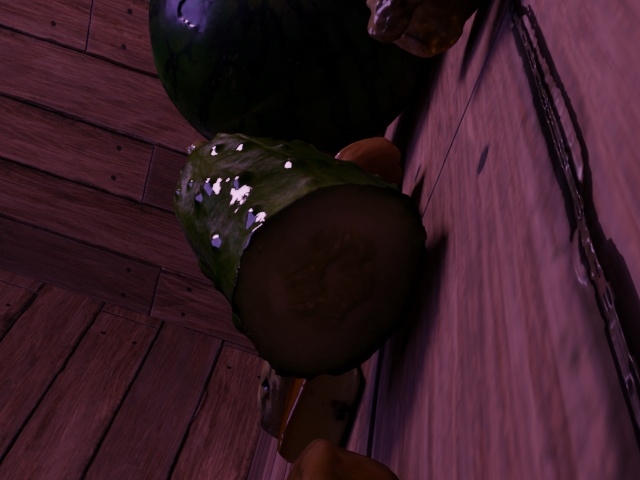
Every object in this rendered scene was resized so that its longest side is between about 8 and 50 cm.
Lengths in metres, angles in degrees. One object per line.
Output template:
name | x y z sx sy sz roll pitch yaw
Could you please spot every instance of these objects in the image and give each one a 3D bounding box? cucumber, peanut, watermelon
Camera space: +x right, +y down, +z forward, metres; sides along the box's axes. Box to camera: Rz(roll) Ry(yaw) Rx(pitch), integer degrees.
cucumber | -0.042 -0.019 0.578 0.244 0.134 0.134 43 121 52
peanut | 0.102 -0.245 0.642 0.087 0.087 0.207 -90 18 -85
watermelon | -0.035 -0.250 0.977 0.363 0.363 0.364 -162 90 -89

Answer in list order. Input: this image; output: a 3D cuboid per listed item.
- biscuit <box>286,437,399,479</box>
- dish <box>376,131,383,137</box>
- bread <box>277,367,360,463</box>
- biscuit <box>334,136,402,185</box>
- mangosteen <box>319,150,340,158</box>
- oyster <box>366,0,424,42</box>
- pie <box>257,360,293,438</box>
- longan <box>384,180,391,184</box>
biscuit | -0.041 0.271 0.345 0.359 0.074 0.381 107 -177 -53
dish | 0.060 -0.239 1.459 0.303 0.120 0.303 -162 90 -89
bread | -0.002 0.132 0.731 0.226 0.049 0.088 -133 61 -89
biscuit | 0.008 0.009 0.739 0.144 0.040 0.236 -27 -35 -43
mangosteen | 0.008 -0.009 0.883 0.145 0.181 0.156 -30 24 2
oyster | 0.119 -0.292 0.496 0.221 0.096 0.361 -126 55 -79
pie | -0.015 0.105 1.099 0.339 0.077 0.339 18 -90 -88
longan | 0.029 -0.010 0.631 0.083 0.075 0.075 -37 -6 -11
